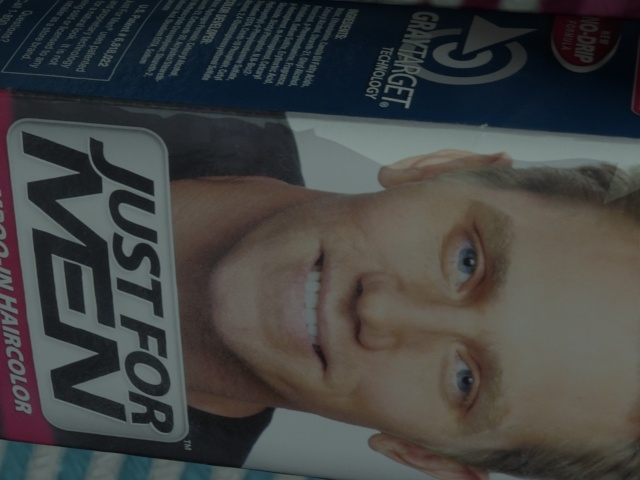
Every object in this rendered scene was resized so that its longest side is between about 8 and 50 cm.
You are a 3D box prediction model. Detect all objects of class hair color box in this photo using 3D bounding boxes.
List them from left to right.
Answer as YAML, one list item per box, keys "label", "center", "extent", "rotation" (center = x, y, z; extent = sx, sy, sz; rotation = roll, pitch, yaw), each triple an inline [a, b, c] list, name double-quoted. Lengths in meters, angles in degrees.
- label: "hair color box"
  center: [0.000, 0.000, 0.694]
  extent: [0.347, 0.105, 0.174]
  rotation: [5, 122, 11]
